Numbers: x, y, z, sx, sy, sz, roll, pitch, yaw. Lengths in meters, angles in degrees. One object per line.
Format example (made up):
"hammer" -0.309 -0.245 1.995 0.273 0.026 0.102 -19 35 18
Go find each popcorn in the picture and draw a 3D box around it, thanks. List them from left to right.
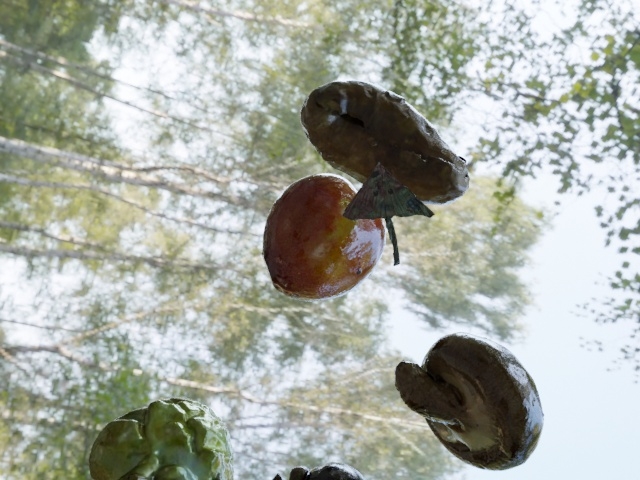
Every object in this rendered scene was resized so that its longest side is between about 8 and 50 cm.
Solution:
"popcorn" -0.207 0.302 0.968 0.212 0.197 0.198 -78 -168 -77

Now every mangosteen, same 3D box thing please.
"mangosteen" -0.006 0.604 1.737 0.211 0.249 0.211 20 90 -83

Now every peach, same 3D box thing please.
"peach" 0.000 0.000 2.201 0.388 0.388 0.388 -32 -130 47

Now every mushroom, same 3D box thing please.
"mushroom" 0.354 0.360 1.698 0.239 0.345 0.345 -46 -150 -9

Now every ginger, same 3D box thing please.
"ginger" 0.116 -0.169 1.325 0.165 0.321 0.172 -62 174 8

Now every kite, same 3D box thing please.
"kite" 0.093 -0.035 1.049 0.139 0.011 0.157 -2 -69 30
